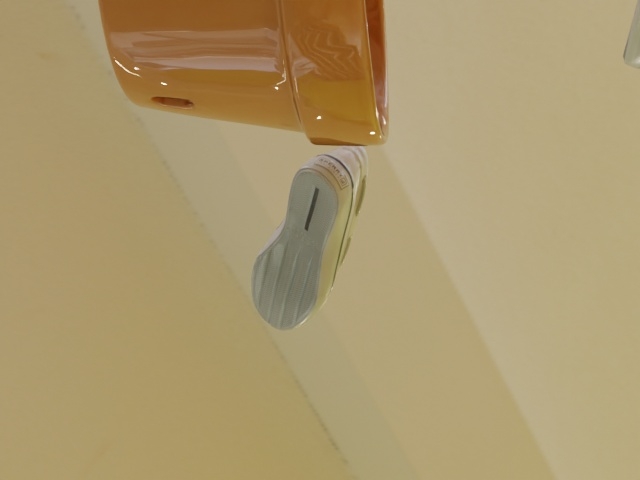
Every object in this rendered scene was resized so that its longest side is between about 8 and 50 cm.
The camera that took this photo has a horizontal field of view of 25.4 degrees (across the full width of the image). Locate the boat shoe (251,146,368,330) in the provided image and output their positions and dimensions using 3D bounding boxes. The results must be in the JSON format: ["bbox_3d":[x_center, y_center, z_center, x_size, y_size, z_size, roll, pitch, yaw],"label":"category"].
[{"bbox_3d":[0.000,0.000,1.371,0.083,0.226,0.076,42,-131,14],"label":"boat shoe"}]

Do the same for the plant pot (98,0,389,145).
[{"bbox_3d":[-0.058,-0.213,1.130,0.203,0.291,0.291,-4,-79,5],"label":"plant pot"}]

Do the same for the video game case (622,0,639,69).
[{"bbox_3d":[0.242,-0.073,0.414,0.025,0.285,0.204,-60,-15,-28],"label":"video game case"}]
